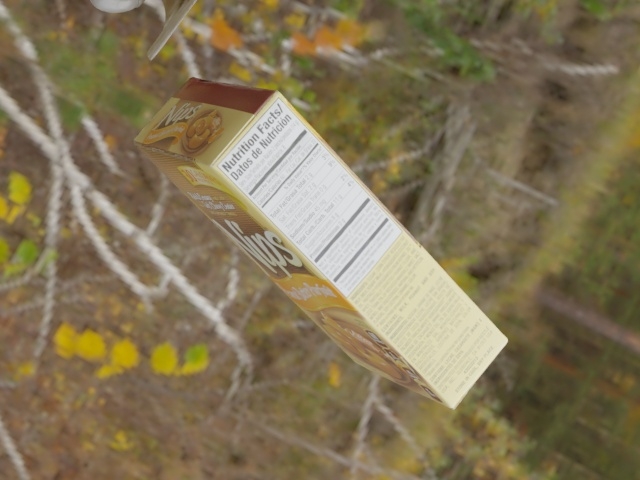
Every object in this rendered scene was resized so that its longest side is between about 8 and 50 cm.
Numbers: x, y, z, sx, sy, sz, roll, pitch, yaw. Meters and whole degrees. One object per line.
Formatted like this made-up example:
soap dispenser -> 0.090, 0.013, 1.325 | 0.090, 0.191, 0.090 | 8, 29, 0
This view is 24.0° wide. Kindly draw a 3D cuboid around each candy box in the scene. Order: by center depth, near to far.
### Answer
candy box -> 0.000, 0.000, 1.296 | 0.087, 0.316, 0.183 | -50, -154, -11

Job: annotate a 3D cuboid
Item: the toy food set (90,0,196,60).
toy food set -> -0.211, -0.323, 1.355 | 0.092, 0.306, 0.220 | -40, -177, -24
